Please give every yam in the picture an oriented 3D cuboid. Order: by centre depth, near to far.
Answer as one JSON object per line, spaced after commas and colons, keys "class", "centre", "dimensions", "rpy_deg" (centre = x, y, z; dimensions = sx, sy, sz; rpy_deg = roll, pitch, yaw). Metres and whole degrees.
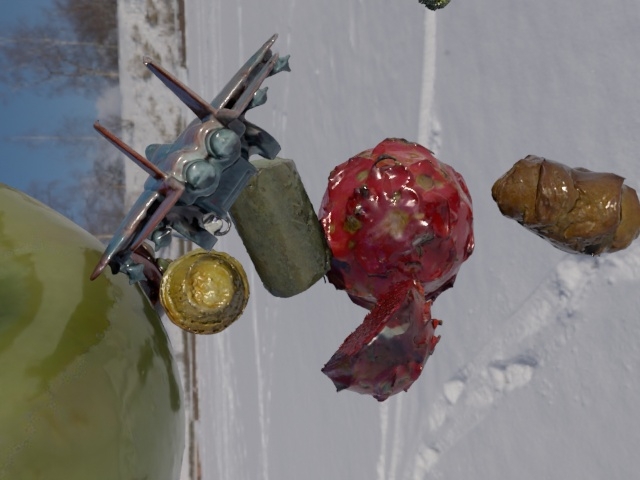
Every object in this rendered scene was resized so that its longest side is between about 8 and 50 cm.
{"class": "yam", "centre": [-0.085, -0.037, 1.187], "dimensions": [0.161, 0.161, 0.268], "rpy_deg": [-127, 14, -74]}

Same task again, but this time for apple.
{"class": "apple", "centre": [-0.341, 0.178, 0.512], "dimensions": [0.473, 0.474, 0.473], "rpy_deg": [179, 90, -80]}

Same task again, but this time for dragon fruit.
{"class": "dragon fruit", "centre": [0.153, 0.195, 1.134], "dimensions": [0.161, 0.274, 0.126], "rpy_deg": [49, 158, -10]}
{"class": "dragon fruit", "centre": [0.153, -0.013, 1.322], "dimensions": [0.371, 0.386, 0.249], "rpy_deg": [55, -169, -8]}

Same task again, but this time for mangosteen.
{"class": "mangosteen", "centre": [-0.388, 0.094, 1.303], "dimensions": [0.200, 0.200, 0.199], "rpy_deg": [179, 90, -80]}

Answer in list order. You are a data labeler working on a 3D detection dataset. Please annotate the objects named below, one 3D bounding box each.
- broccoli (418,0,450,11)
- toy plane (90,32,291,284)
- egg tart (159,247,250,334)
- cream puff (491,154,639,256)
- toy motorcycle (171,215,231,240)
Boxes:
{"class": "broccoli", "centre": [0.259, -0.559, 1.378], "dimensions": [0.095, 0.097, 0.092], "rpy_deg": [-112, 32, -63]}
{"class": "toy plane", "centre": [-0.109, -0.060, 0.517], "dimensions": [0.223, 0.104, 0.326], "rpy_deg": [-56, 9, -7]}
{"class": "egg tart", "centre": [-0.230, 0.099, 1.255], "dimensions": [0.074, 0.191, 0.191], "rpy_deg": [145, 125, -63]}
{"class": "cream puff", "centre": [0.441, -0.064, 1.121], "dimensions": [0.241, 0.269, 0.154], "rpy_deg": [-18, -56, -67]}
{"class": "toy motorcycle", "centre": [-0.341, -0.085, 1.611], "dimensions": [0.221, 0.150, 0.102], "rpy_deg": [57, 169, 9]}
